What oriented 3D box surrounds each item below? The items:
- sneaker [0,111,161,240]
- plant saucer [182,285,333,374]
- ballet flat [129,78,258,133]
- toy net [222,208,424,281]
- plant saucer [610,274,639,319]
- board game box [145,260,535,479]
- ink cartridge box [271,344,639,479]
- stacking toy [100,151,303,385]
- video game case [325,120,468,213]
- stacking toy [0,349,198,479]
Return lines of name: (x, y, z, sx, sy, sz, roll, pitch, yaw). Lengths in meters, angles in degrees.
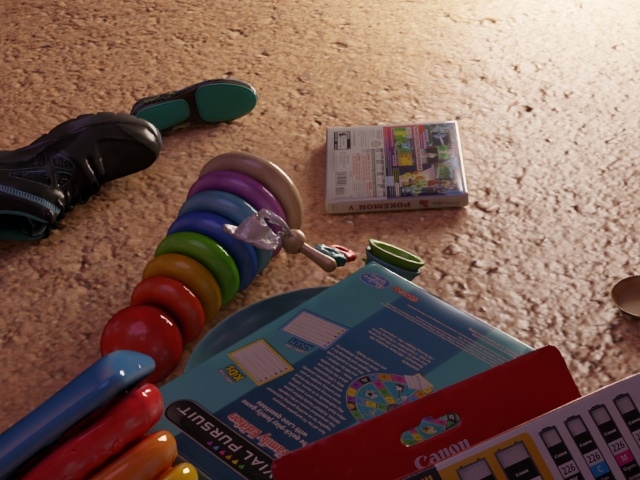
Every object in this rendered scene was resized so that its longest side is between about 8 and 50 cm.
sneaker: (-0.354, -0.065, 1.857, 0.341, 0.125, 0.139, -19, 63, -25)
plant saucer: (0.012, 0.154, 1.513, 0.318, 0.043, 0.317, -3, 34, 2)
ballet flat: (-0.186, -0.196, 2.055, 0.188, 0.070, 0.070, -11, 34, -15)
toy net: (0.000, 0.000, 1.640, 0.232, 0.045, 0.122, 18, 12, -18)
plant saucer: (0.371, 0.068, 1.622, 0.083, 0.015, 0.083, -3, 34, 2)
board game box: (0.018, 0.167, 1.379, 0.336, 0.079, 0.254, -29, 40, -31)
ink cartridge box: (0.153, 0.235, 1.175, 0.309, 0.130, 0.271, -21, 74, -22)
stacking toy: (-0.145, 0.044, 1.643, 0.141, 0.141, 0.330, 11, 44, 22)
video game case: (0.098, -0.099, 1.905, 0.183, 0.023, 0.201, -3, 32, 3)
stacking toy: (-0.143, 0.257, 1.222, 0.166, 0.302, 0.175, -37, -1, 4)
